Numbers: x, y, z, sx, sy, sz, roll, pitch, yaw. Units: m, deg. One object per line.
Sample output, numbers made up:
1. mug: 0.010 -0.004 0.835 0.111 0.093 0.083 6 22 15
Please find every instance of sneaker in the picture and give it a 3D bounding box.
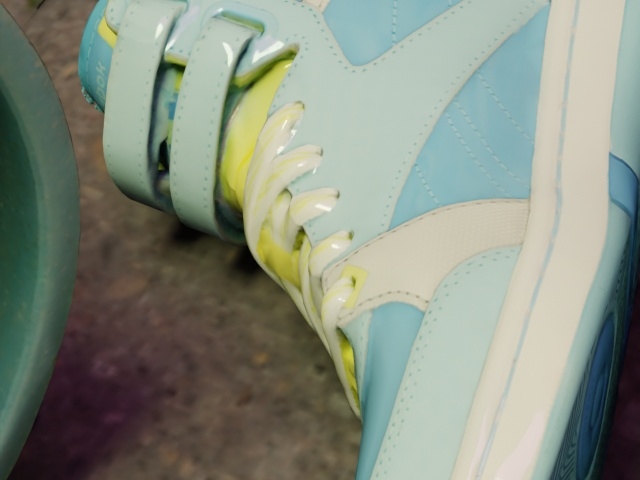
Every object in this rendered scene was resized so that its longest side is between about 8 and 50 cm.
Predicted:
1. sneaker: 0.000 0.000 0.649 0.208 0.127 0.319 8 44 10

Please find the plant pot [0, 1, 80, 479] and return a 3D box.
1. plant pot: -0.305 -0.023 0.557 0.341 0.341 0.334 -39 60 -21
